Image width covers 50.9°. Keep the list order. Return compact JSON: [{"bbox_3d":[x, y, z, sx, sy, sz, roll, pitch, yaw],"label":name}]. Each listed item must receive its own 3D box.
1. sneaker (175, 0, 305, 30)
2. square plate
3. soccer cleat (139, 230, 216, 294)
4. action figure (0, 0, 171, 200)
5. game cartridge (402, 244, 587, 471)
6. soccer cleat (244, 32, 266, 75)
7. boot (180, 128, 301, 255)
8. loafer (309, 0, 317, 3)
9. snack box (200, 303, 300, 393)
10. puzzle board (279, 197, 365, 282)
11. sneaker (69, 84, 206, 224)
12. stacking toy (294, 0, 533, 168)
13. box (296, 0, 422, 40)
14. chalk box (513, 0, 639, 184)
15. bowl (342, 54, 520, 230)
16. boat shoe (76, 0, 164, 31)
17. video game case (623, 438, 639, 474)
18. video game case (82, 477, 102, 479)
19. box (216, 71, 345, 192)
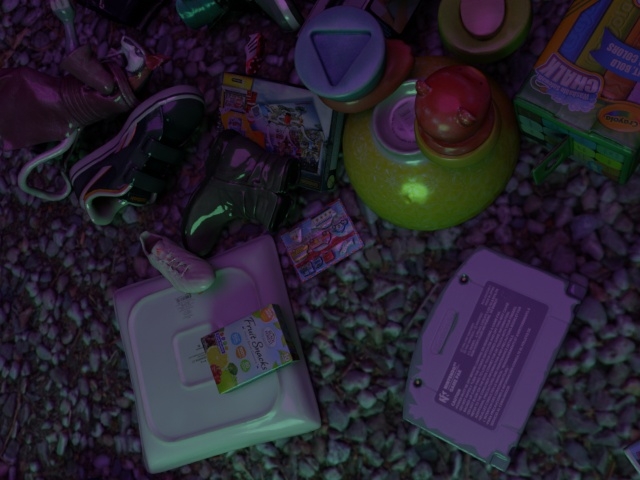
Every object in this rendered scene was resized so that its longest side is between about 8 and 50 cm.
[{"bbox_3d":[-0.165,-0.435,1.208,0.178,0.124,0.296,-39,60,6],"label":"sneaker"},{"bbox_3d":[-0.201,0.200,1.171,0.347,0.049,0.344,-20,76,16],"label":"square plate"},{"bbox_3d":[-0.254,0.037,1.163,0.196,0.076,0.068,22,64,45],"label":"soccer cleat"},{"bbox_3d":[-0.437,-0.257,1.222,0.370,0.248,0.276,-13,79,21],"label":"action figure"},{"bbox_3d":[0.247,0.166,1.011,0.196,0.060,0.294,25,91,18],"label":"game cartridge"},{"bbox_3d":[-0.126,-0.343,1.239,0.035,0.029,0.083,10,82,30],"label":"soccer cleat"},{"bbox_3d":[-0.136,-0.053,1.138,0.161,0.083,0.247,32,113,22],"label":"boot"},{"bbox_3d":[-0.049,-0.521,1.205,0.096,0.084,0.267,-44,70,7],"label":"loafer"},{"bbox_3d":[-0.116,0.177,1.097,0.141,0.037,0.100,-27,75,14],"label":"snack box"},{"bbox_3d":[0.000,0.000,1.148,0.128,0.011,0.096,-31,73,13],"label":"puzzle board"},{"bbox_3d":[-0.319,-0.145,1.228,0.321,0.126,0.128,-34,67,23],"label":"sneaker"},{"bbox_3d":[0.128,-0.278,0.910,0.308,0.130,0.280,27,92,20],"label":"stacking toy"},{"bbox_3d":[0.098,-0.428,1.097,0.290,0.087,0.169,-58,34,4],"label":"box"},{"bbox_3d":[0.396,-0.202,0.945,0.179,0.180,0.289,32,95,22],"label":"chalk box"},{"bbox_3d":[0.155,-0.169,1.040,0.289,0.156,0.290,-3,80,20],"label":"bowl"},{"bbox_3d":[-0.334,-0.573,1.309,0.158,0.127,0.341,37,103,15],"label":"boat shoe"},{"bbox_3d":[0.546,0.322,0.893,0.183,0.023,0.201,-35,73,12],"label":"video game case"},{"bbox_3d":[-0.325,0.567,1.153,0.269,0.061,0.244,9,86,21],"label":"video game case"},{"bbox_3d":[-0.074,-0.188,1.143,0.233,0.044,0.159,19,112,28],"label":"box"}]
